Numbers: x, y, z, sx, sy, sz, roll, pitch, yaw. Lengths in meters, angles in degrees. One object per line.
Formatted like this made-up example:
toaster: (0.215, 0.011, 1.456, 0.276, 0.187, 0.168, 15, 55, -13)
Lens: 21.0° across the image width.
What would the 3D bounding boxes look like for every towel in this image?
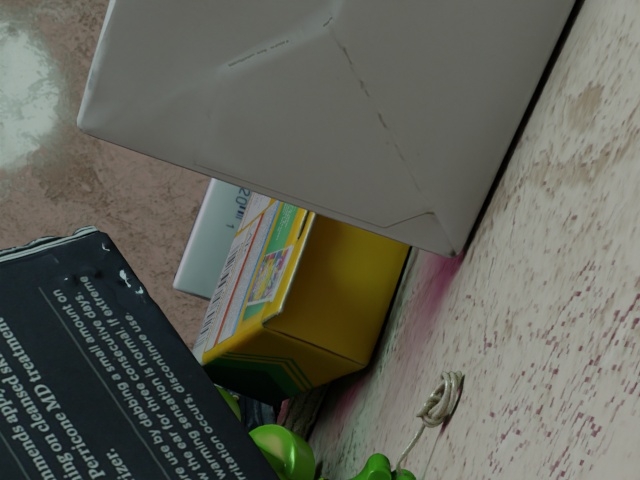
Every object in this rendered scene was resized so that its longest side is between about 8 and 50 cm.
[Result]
towel: (-0.004, 0.099, 1.409, 0.110, 0.027, 0.148, -75, 6, -63)

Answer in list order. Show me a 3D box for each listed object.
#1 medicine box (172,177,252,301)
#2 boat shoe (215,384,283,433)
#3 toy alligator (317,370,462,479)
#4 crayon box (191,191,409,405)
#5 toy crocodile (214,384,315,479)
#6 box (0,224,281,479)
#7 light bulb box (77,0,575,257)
medicine box: (-0.022, -0.064, 1.595, 0.289, 0.149, 0.263, -132, 62, -86)
boat shoe: (-0.064, 0.190, 1.599, 0.065, 0.083, 0.183, -73, -22, -46)
toy alligator: (0.009, 0.138, 0.811, 0.056, 0.051, 0.189, -87, 18, -77)
crayon box: (0.000, 0.000, 1.260, 0.323, 0.083, 0.203, 143, 148, -72)
toy crocodile: (-0.114, 0.138, 1.244, 0.340, 0.115, 0.105, 29, 84, 46)
box: (-0.312, 0.297, 1.063, 0.472, 0.297, 0.480, -16, -34, -34)
light bulb box: (0.048, -0.250, 0.973, 0.361, 0.225, 0.358, -78, 8, -58)
